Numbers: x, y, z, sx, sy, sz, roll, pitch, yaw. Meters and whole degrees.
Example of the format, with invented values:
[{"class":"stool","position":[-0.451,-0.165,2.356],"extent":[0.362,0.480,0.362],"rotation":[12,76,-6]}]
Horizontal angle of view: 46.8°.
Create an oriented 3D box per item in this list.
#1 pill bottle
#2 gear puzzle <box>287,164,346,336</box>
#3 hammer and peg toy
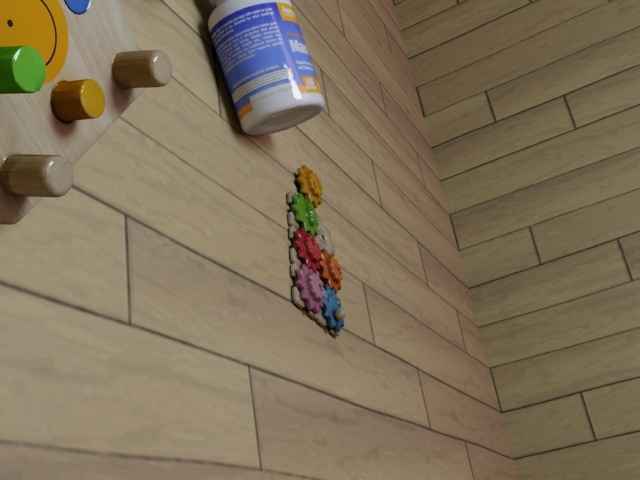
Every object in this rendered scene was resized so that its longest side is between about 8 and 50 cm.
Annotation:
[{"class":"pill bottle","position":[-0.103,-0.331,1.265],"extent":[0.152,0.152,0.272],"rotation":[-9,80,-69]},{"class":"gear puzzle","position":[0.000,0.000,1.363],"extent":[0.175,0.044,0.339],"rotation":[45,32,-47]},{"class":"hammer and peg toy","position":[-0.269,-0.230,0.616],"extent":[0.266,0.127,0.361],"rotation":[-63,147,-43]}]
